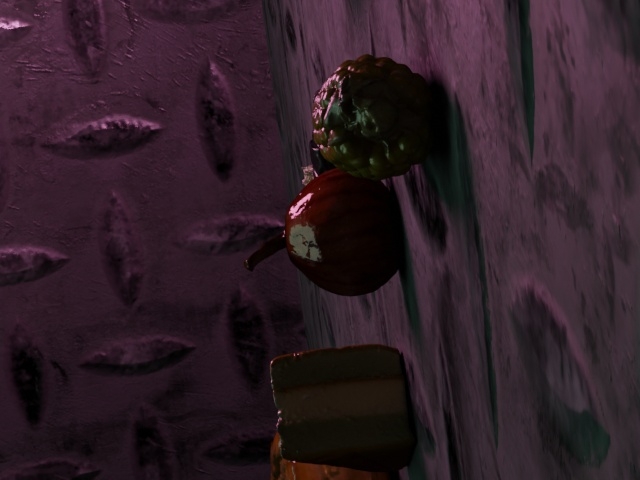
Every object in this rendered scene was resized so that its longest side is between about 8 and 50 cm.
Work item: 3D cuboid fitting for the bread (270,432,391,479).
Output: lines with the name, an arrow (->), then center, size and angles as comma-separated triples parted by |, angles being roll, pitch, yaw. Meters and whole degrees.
bread -> 0.036, 0.401, 2.205 | 0.337, 0.148, 0.328 | 92, 166, -59

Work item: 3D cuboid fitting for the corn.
corn -> 0.038, -0.094, 1.412 | 0.262, 0.097, 0.097 | -143, 45, -87

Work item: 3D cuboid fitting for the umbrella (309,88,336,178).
umbrella -> 0.017, -0.067, 2.099 | 0.066, 0.059, 0.236 | -142, 39, -58

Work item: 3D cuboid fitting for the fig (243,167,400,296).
fig -> 0.016, 0.004, 1.762 | 0.128, 0.150, 0.128 | 44, -173, -7

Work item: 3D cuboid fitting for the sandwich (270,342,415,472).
sandwich -> 0.021, 0.189, 1.936 | 0.187, 0.144, 0.117 | 95, 169, -73

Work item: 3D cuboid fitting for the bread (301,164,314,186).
bread -> 0.011, -0.061, 2.168 | 0.035, 0.070, 0.083 | 7, 117, 42
